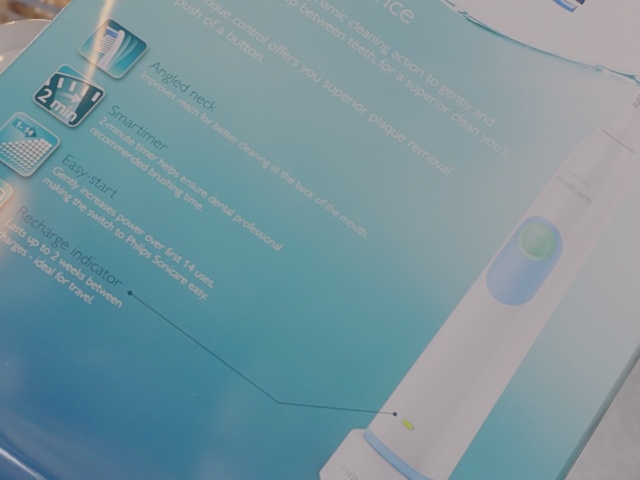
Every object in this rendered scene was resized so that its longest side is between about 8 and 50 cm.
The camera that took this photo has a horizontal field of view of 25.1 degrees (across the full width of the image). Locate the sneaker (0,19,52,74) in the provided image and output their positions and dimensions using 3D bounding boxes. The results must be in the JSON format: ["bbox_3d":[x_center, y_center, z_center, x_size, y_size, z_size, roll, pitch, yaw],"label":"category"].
[{"bbox_3d":[-0.078,-0.051,0.856,0.305,0.152,0.114,-9,-38,-40],"label":"sneaker"}]

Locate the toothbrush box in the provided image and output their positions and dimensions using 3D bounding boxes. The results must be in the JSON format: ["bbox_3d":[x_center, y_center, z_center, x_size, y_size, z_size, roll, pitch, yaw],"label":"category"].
[{"bbox_3d":[0.000,0.000,0.504,0.295,0.216,0.126,-54,-4,-24],"label":"toothbrush box"}]
